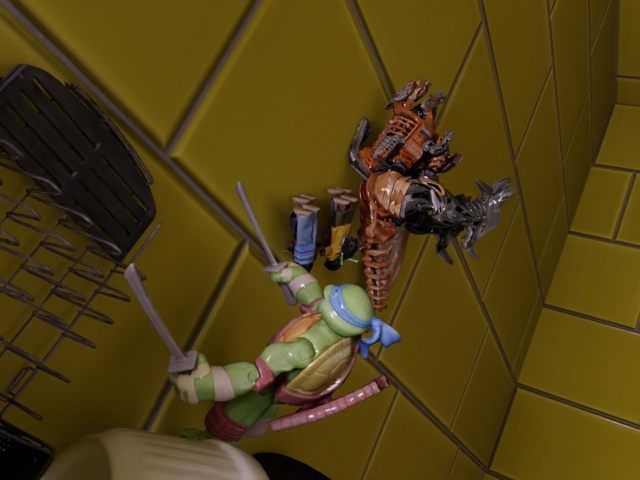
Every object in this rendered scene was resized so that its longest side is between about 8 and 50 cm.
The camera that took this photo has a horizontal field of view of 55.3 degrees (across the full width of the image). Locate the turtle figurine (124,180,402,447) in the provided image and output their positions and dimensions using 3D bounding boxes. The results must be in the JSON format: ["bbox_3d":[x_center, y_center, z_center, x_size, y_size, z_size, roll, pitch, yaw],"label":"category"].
[{"bbox_3d":[-0.083,0.103,0.632,0.266,0.275,0.197,-58,-159,30],"label":"turtle figurine"}]

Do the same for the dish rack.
[{"bbox_3d":[-0.216,0.021,0.439,0.271,0.074,0.208,-60,147,-24],"label":"dish rack"}]

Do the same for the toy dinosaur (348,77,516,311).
[{"bbox_3d":[0.129,-0.064,0.887,0.164,0.218,0.321,-122,-127,-72],"label":"toy dinosaur"}]

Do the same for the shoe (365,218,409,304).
[{"bbox_3d":[0.111,-0.001,0.991,0.076,0.058,0.219,137,-25,-87],"label":"shoe"}]

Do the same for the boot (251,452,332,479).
[{"bbox_3d":[-0.103,0.432,0.787,0.264,0.096,0.280,13,93,-60],"label":"boot"}]

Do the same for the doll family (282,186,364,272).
[{"bbox_3d":[0.000,0.000,0.790,0.193,0.076,0.111,-15,120,-50],"label":"doll family"}]

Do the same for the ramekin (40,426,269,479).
[{"bbox_3d":[-0.162,0.273,0.468,0.127,0.273,0.272,33,73,-30],"label":"ramekin"}]
